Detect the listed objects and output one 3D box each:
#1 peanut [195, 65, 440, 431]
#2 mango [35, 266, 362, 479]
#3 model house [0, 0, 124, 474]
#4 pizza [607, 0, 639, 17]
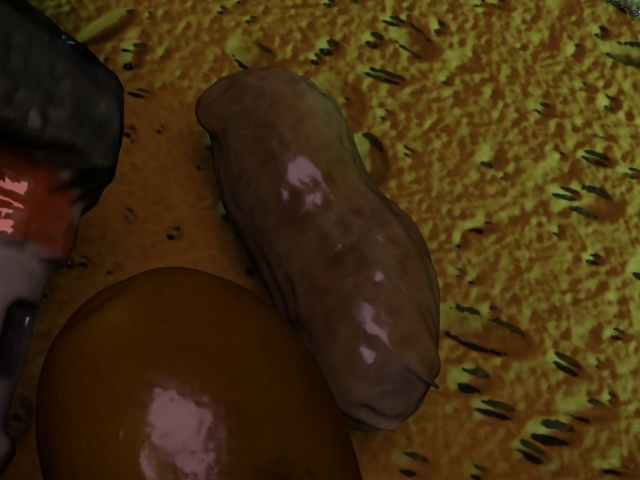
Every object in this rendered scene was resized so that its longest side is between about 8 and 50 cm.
[{"bbox_3d":[0.000,0.000,0.580,0.099,0.099,0.214,-24,68,-21],"label":"peanut"},{"bbox_3d":[-0.041,0.117,0.486,0.120,0.151,0.221,-22,100,15],"label":"mango"},{"bbox_3d":[-0.231,0.038,0.424,0.190,0.271,0.300,3,75,28],"label":"model house"},{"bbox_3d":[0.208,-0.205,0.745,0.160,0.036,0.099,32,64,3],"label":"pizza"}]
